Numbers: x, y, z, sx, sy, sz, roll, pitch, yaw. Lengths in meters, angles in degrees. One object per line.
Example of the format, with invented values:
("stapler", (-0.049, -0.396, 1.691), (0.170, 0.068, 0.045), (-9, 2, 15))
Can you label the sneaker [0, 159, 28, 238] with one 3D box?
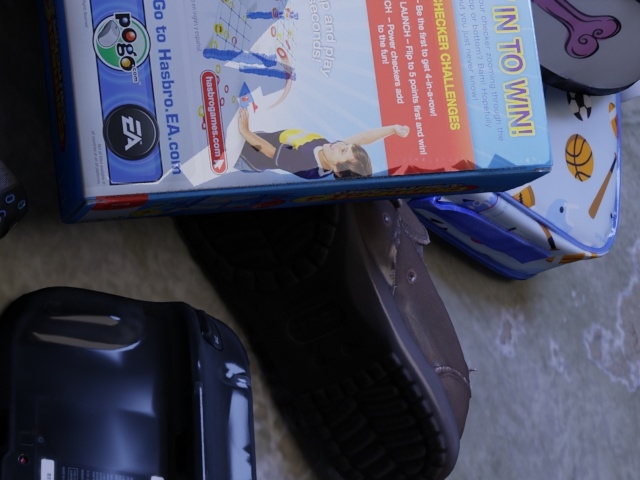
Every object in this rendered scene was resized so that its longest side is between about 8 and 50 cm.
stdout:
("sneaker", (-0.209, 0.021, 1.149), (0.121, 0.079, 0.217), (-18, 89, -50))

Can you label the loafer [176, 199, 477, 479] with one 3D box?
("loafer", (0.000, 0.000, 1.385), (0.366, 0.134, 0.130), (67, 28, -12))

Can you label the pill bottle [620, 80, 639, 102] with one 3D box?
("pill bottle", (0.253, -0.216, 1.761), (0.108, 0.108, 0.180), (-31, 100, -50))

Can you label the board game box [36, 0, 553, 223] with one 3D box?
("board game box", (-0.025, -0.175, 1.247), (0.302, 0.086, 0.308), (-4, 81, -18))

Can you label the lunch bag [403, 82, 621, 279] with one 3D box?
("lunch bag", (0.121, -0.108, 1.564), (0.303, 0.115, 0.243), (28, 58, -41))

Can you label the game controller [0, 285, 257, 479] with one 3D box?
("game controller", (-0.115, 0.169, 1.165), (0.166, 0.067, 0.319), (7, 54, -16))

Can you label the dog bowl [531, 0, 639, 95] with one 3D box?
("dog bowl", (0.199, -0.325, 1.532), (0.408, 0.150, 0.408), (28, 49, -38))
